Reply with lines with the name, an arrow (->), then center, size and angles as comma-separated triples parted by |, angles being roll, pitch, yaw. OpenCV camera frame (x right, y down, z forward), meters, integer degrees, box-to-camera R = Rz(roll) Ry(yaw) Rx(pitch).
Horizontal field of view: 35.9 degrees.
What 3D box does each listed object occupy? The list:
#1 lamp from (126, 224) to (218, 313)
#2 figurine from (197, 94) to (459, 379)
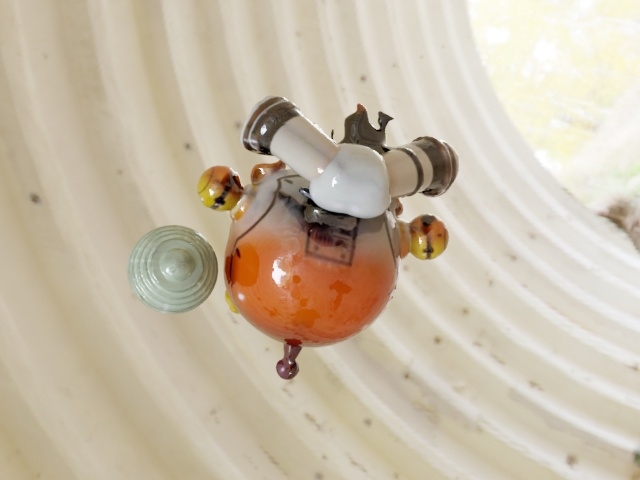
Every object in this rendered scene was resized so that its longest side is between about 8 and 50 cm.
lamp -> -0.185, 0.041, 1.197 | 0.106, 0.106, 0.193 | -67, 10, -14
figurine -> 0.000, 0.001, 1.196 | 0.196, 0.319, 0.323 | -88, 13, -52
